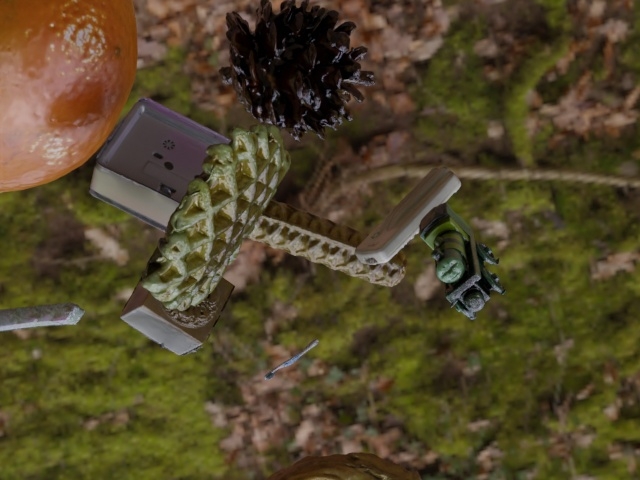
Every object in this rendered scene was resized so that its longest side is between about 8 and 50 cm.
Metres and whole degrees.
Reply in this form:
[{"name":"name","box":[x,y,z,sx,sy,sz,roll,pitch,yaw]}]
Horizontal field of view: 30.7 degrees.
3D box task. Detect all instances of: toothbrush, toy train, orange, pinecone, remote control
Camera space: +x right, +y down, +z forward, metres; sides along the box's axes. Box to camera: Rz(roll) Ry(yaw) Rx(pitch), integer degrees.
[{"name":"toothbrush","box":[-0.059,0.244,2.406,0.017,0.014,0.162,19,-142,34]},{"name":"toy train","box":[0.212,0.034,1.794,0.083,0.132,0.200,-42,-166,16]},{"name":"orange","box":[-0.461,-0.277,1.626,0.424,0.424,0.326,-13,178,30]},{"name":"pinecone","box":[-0.044,-0.327,2.188,0.296,0.298,0.242,10,132,-9]},{"name":"remote control","box":[0.155,-0.045,2.071,0.230,0.049,0.090,-45,-158,-25]}]

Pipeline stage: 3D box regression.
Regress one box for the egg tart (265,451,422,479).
[{"name":"egg tart","box":[0.037,0.453,1.525,0.352,0.352,0.150,-12,162,-9]}]

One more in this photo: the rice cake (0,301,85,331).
[{"name":"rice cake","box":[-0.454,0.119,1.745,0.211,0.034,0.043,-8,169,17]}]

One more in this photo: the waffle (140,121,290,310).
[{"name":"waffle","box":[-0.101,-0.025,1.183,0.054,0.214,0.208,30,-179,8]}]

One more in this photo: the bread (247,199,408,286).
[{"name":"bread","box":[-0.001,0.001,2.217,0.367,0.084,0.077,19,138,-15]}]

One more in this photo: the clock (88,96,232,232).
[{"name":"clock","box":[-0.188,-0.088,1.541,0.192,0.147,0.071,26,138,-2]}]

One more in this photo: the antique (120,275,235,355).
[{"name":"antique","box":[-0.267,0.116,2.216,0.152,0.147,0.148,34,149,-16]}]
